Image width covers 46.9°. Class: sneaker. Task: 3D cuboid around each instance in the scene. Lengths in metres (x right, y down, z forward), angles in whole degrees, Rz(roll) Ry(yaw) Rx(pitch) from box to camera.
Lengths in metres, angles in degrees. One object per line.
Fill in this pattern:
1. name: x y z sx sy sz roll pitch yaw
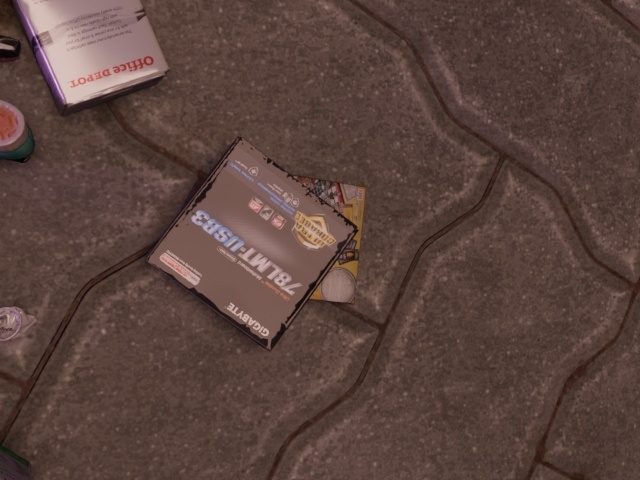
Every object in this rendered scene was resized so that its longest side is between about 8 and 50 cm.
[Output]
1. sneaker: -0.622 -0.204 1.231 0.302 0.121 0.108 24 69 2
2. sneaker: -0.604 -0.364 1.258 0.178 0.072 0.077 11 81 -23

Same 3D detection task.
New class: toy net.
1. toy net: -0.568 0.149 1.204 0.232 0.122 0.045 -14 129 -45

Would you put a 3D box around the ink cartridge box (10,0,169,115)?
1. ink cartridge box: -0.418 -0.383 1.308 0.196 0.114 0.273 -25 96 -22

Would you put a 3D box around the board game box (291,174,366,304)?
1. board game box: 0.000 0.000 1.499 0.165 0.042 0.244 9 85 -21

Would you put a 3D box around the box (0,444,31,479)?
1. box: -0.580 0.460 1.151 0.126 0.231 0.262 39 76 -16

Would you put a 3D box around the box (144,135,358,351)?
1. box: -0.129 0.007 1.402 0.295 0.073 0.293 38 79 -7
